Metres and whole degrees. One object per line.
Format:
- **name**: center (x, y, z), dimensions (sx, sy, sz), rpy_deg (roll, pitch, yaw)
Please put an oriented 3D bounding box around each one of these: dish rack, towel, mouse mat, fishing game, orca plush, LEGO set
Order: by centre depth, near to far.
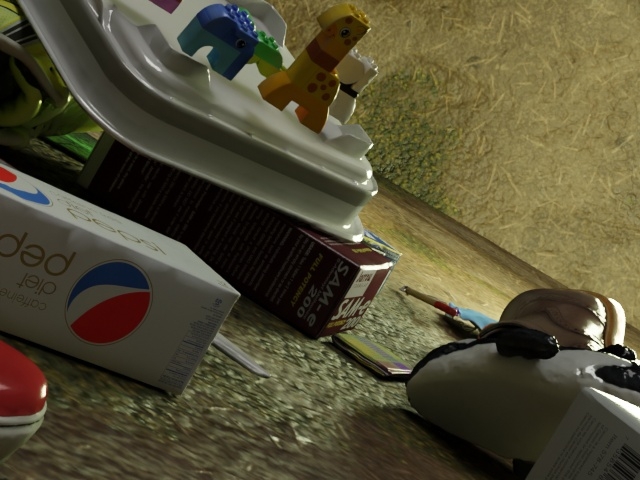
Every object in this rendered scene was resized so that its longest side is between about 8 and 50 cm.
- **orca plush**: center (0.206, 0.095, 1.157), dimensions (0.287, 0.102, 0.151), rpy_deg (-11, -60, 41)
- **LEGO set**: center (-0.025, -0.156, 1.182), dimensions (0.227, 0.093, 0.087), rpy_deg (29, 23, -36)
- **dish rack**: center (-0.094, -0.145, 1.281), dimensions (0.333, 0.072, 0.285), rpy_deg (21, 29, -49)
- **towel**: center (0.045, 0.094, 1.304), dimensions (0.060, 0.009, 0.083), rpy_deg (33, 7, 21)
- **mouse mat**: center (-0.176, -0.064, 1.503), dimensions (0.190, 0.007, 0.152), rpy_deg (30, 7, -11)
- **fishing game**: center (0.216, 0.114, 1.770), dimensions (0.264, 0.041, 0.189), rpy_deg (22, 2, -23)

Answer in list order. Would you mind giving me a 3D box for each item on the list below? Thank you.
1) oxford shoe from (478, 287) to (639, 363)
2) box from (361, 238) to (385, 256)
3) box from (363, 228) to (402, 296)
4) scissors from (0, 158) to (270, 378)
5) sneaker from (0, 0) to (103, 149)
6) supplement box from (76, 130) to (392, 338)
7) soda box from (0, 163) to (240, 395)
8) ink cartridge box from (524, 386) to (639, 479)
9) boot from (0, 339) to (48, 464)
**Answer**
- **oxford shoe**: center (0.195, 0.099, 1.444), dimensions (0.133, 0.130, 0.363), rpy_deg (23, 8, -8)
- **box**: center (0.005, 0.013, 1.488), dimensions (0.083, 0.062, 0.052), rpy_deg (36, 8, 35)
- **box**: center (0.000, 0.000, 1.593), dimensions (0.169, 0.054, 0.059), rpy_deg (23, 10, -43)
- **scissors**: center (-0.146, 0.006, 1.079), dimensions (0.297, 0.021, 0.109), rpy_deg (30, 5, 9)
- **sneaker**: center (-0.243, -0.125, 1.258), dimensions (0.147, 0.145, 0.385), rpy_deg (52, 21, 23)
- **supplement box**: center (-0.068, -0.014, 1.331), dimensions (0.239, 0.073, 0.130), rpy_deg (32, 8, 12)
- **soda box**: center (-0.152, 0.009, 0.846), dimensions (0.216, 0.069, 0.074), rpy_deg (26, 8, -38)
- **ink cartridge box**: center (0.190, 0.182, 0.814), dimensions (0.127, 0.128, 0.176), rpy_deg (26, 9, -36)
- **boot**: center (-0.182, -0.034, 0.589), dimensions (0.244, 0.176, 0.088), rpy_deg (30, 5, -16)
